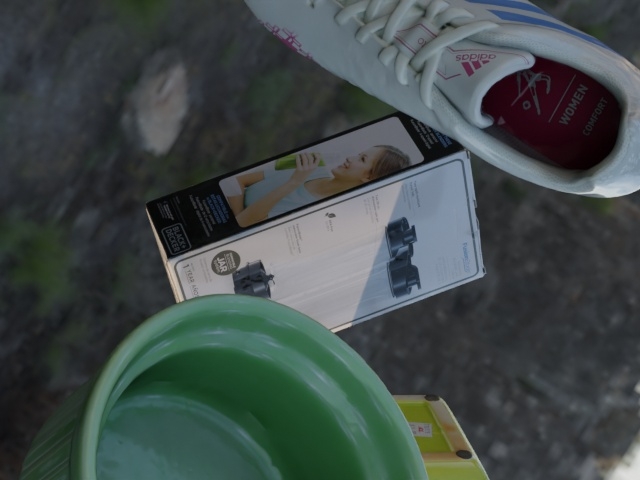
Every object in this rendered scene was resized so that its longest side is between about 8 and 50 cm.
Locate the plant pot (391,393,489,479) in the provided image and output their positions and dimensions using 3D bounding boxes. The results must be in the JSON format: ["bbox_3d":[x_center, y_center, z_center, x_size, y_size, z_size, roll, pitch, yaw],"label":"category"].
[{"bbox_3d":[0.058,0.288,1.727,0.228,0.227,0.207,-115,-152,-67],"label":"plant pot"}]

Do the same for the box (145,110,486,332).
[{"bbox_3d":[0.000,0.000,1.514,0.290,0.087,0.169,-21,134,-7],"label":"box"}]

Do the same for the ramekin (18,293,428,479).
[{"bbox_3d":[-0.077,0.205,1.197,0.148,0.303,0.303,-34,-168,45],"label":"ramekin"}]

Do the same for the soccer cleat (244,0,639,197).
[{"bbox_3d":[0.079,-0.133,1.061,0.116,0.331,0.143,-65,166,14],"label":"soccer cleat"}]
